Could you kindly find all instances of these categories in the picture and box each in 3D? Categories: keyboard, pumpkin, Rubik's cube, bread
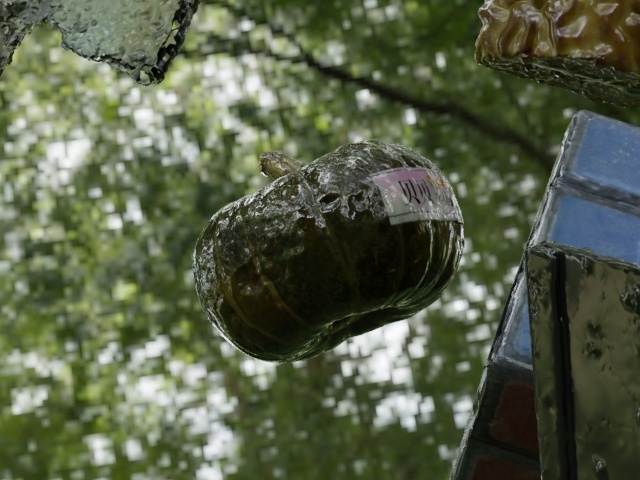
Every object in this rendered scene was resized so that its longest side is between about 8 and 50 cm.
[{"bbox_3d":[0.117,0.116,0.711,0.023,0.231,0.072,-12,14,-31],"label":"keyboard"},{"bbox_3d":[-0.001,-0.003,1.626,0.260,0.189,0.260,-23,-13,-6],"label":"pumpkin"},{"bbox_3d":[0.287,0.125,1.476,0.305,0.301,0.304,20,-41,6],"label":"Rubik's cube"},{"bbox_3d":[0.267,-0.184,1.645,0.222,0.096,0.181,12,-5,-33],"label":"bread"}]

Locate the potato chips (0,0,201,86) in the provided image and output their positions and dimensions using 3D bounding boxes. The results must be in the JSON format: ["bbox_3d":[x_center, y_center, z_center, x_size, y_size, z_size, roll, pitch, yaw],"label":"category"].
[{"bbox_3d":[-0.173,-0.169,1.207,0.220,0.202,0.029,-15,-28,18],"label":"potato chips"}]
